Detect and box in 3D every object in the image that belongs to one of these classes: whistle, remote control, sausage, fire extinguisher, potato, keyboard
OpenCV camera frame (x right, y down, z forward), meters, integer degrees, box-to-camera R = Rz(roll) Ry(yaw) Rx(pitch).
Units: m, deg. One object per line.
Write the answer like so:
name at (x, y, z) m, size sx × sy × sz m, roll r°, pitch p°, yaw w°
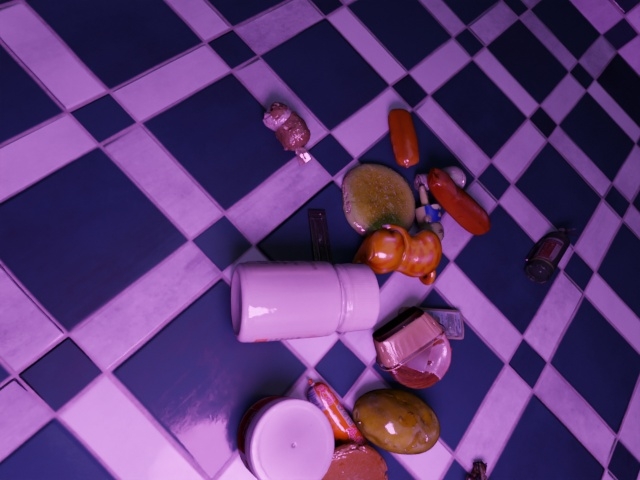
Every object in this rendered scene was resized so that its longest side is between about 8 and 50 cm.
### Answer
whistle at (0.377, -0.080, 1.425) m, size 0.105 × 0.085 × 0.227 m, roll 14°, pitch 66°, yaw -64°
remote control at (0.360, 0.269, 1.334) m, size 0.234 × 0.038 × 0.097 m, roll 7°, pitch 70°, yaw -20°
sausage at (0.484, -0.129, 1.450) m, size 0.349 × 0.094 × 0.097 m, roll 36°, pitch 40°, yaw -25°
sausage at (0.304, -0.374, 1.506) m, size 0.098 × 0.098 × 0.238 m, roll 0°, pitch 70°, yaw -21°
fire extinguisher at (0.892, 0.035, 1.589) m, size 0.294 × 0.118 × 0.093 m, roll -44°, pitch 126°, yaw -27°
potato at (0.207, 0.493, 1.116) m, size 0.254 × 0.186 × 0.148 m, roll 19°, pitch 109°, yaw -11°
sausage at (0.036, 0.477, 1.118) m, size 0.071 × 0.071 × 0.234 m, roll -34°, pitch 87°, yaw -27°
keyboard at (0.000, 0.000, 1.302) m, size 0.061 × 0.013 × 0.204 m, roll -1°, pitch 72°, yaw -22°

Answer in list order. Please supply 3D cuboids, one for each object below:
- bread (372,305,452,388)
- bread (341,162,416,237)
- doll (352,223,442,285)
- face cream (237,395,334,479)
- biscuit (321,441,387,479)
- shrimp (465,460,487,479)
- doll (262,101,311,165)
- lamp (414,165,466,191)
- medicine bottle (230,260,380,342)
bread at (0.274, 0.322, 1.206) m, size 0.225 × 0.142 × 0.211 m, roll -32°, pitch 98°, yaw -7°
bread at (0.209, -0.134, 1.413) m, size 0.302 × 0.045 × 0.300 m, roll 7°, pitch 71°, yaw -21°
doll at (0.252, 0.037, 1.305) m, size 0.270 × 0.166 × 0.162 m, roll 11°, pitch 69°, yaw -14°
face cream at (-0.091, 0.486, 1.000) m, size 0.201 × 0.187 × 0.200 m, roll 7°, pitch 70°, yaw -19°
biscuit at (0.070, 0.614, 1.055) m, size 0.226 × 0.042 × 0.225 m, roll -3°, pitch 101°, yaw -16°
shrimp at (0.484, 0.836, 1.175) m, size 0.233 × 0.071 × 0.364 m, roll 20°, pitch 65°, yaw -24°
doll at (-0.094, -0.353, 1.335) m, size 0.115 × 0.105 × 0.221 m, roll -34°, pitch 86°, yaw -29°
lamp at (0.438, -0.216, 1.503) m, size 0.193 × 0.106 × 0.106 m, roll -7°, pitch 75°, yaw -12°
medicine bottle at (-0.044, 0.160, 1.120) m, size 0.372 × 0.211 × 0.210 m, roll 1°, pitch 72°, yaw -21°
